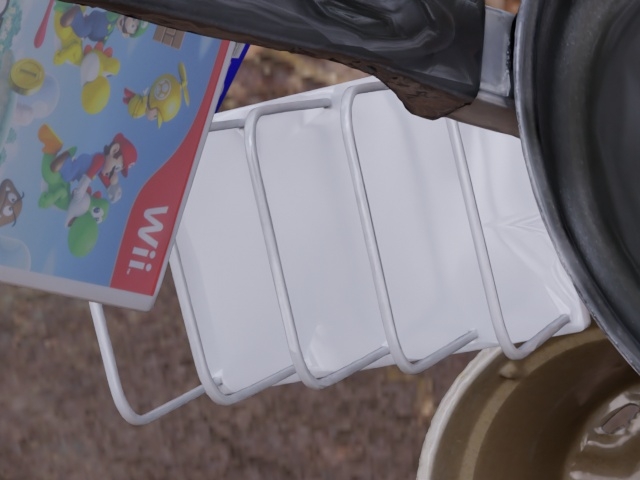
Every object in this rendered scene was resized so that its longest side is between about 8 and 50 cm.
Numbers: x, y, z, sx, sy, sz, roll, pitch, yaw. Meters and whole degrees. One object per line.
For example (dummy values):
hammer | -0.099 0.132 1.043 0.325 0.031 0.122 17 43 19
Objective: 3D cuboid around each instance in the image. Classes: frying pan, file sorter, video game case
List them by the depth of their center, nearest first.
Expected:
frying pan | 0.078 -0.015 0.469 0.326 0.053 0.197 -13 79 -20
video game case | -0.143 -0.082 0.881 0.025 0.285 0.204 18 91 34
file sorter | 0.000 0.000 1.208 0.278 0.192 0.173 -12 3 23

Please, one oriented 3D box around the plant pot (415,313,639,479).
plant pot | 0.279 0.219 1.603 0.334 0.305 0.333 -1 86 18

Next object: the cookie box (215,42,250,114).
cookie box | -0.100 -0.153 1.389 0.040 0.092 0.107 -2 47 -36
